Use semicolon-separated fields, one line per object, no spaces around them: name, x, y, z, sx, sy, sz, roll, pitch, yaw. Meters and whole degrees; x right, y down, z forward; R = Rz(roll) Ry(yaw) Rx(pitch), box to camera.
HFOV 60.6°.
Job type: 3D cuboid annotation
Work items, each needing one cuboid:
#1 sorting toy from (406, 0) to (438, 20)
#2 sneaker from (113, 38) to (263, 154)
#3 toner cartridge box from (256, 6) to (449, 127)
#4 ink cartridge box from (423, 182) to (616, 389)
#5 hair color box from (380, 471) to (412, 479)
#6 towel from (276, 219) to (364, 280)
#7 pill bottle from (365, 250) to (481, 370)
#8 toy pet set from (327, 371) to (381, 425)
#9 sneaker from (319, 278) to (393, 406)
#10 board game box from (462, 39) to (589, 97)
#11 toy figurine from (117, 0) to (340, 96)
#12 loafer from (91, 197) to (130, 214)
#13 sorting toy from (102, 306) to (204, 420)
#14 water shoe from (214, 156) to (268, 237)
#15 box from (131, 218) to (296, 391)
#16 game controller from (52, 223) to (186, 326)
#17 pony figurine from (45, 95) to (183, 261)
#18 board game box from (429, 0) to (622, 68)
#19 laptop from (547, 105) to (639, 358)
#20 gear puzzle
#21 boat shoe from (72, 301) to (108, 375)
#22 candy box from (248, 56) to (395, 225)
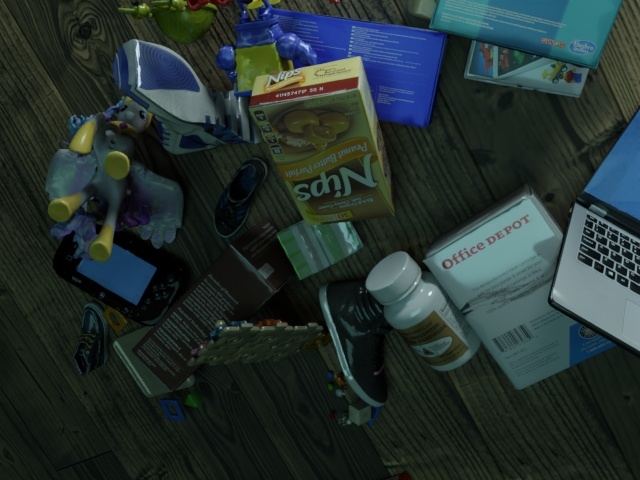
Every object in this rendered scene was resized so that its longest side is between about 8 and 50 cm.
sorting toy;0.294;-0.500;0.896;0.229;0.041;0.307;22;113;10
sneaker;-0.273;-0.237;1.048;0.182;0.315;0.127;-14;71;33
toner cartridge box;0.048;-0.323;1.015;0.348;0.075;0.165;14;110;13
ink cartridge box;0.375;0.083;1.016;0.223;0.129;0.307;-35;94;24
hair color box;0.205;0.642;1.300;0.093;0.053;0.167;-29;96;23
towel;0.000;0.000;1.120;0.152;0.023;0.113;-28;89;-8
pill bottle;0.197;0.135;1.061;0.131;0.131;0.229;-35;110;24
toy pet set;0.078;0.366;1.258;0.114;0.065;0.122;17;114;50
sneaker;0.115;0.212;1.155;0.147;0.104;0.295;-19;97;28
board game box;0.359;-0.399;0.871;0.193;0.053;0.305;12;112;7
toy figurine;-0.138;-0.312;0.943;0.363;0.191;0.217;-1;112;20
loafer;-0.518;-0.121;1.278;0.170;0.062;0.061;35;106;-6
sorting toy;-0.412;0.295;1.374;0.196;0.047;0.347;-24;100;35
water shoe;-0.185;-0.088;1.165;0.073;0.080;0.203;33;114;6
box;-0.221;0.142;1.194;0.143;0.191;0.381;47;114;-1
game controller;-0.476;0.069;1.294;0.319;0.067;0.166;27;78;10
pony figurine;-0.417;-0.121;1.103;0.303;0.363;0.351;16;120;-13
board game box;0.329;-0.448;0.787;0.254;0.079;0.336;16;112;5
laptop;0.612;-0.001;0.834;0.382;0.408;0.236;31;139;6
gear puzzle;-0.093;0.199;1.130;0.175;0.339;0.044;-43;54;36
boat shoe;-0.594;0.255;1.409;0.065;0.083;0.183;5;109;16
candy box;0.018;-0.159;0.978;0.183;0.087;0.316;-6;142;16
